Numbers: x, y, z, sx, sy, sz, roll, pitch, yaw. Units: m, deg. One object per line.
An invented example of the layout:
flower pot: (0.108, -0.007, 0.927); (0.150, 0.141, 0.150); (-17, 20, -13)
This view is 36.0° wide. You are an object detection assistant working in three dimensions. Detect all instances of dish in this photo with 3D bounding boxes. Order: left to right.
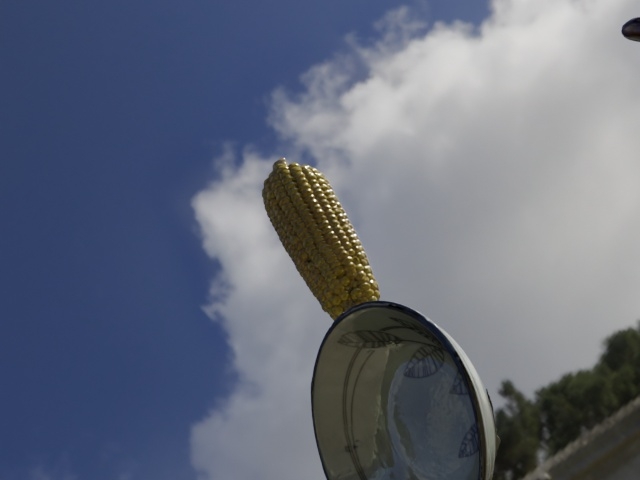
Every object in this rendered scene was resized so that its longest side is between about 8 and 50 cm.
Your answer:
dish: (0.116, 0.220, 1.183); (0.106, 0.316, 0.316); (-4, -64, -36)

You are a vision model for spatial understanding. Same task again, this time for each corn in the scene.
corn: (0.000, 0.000, 1.564); (0.119, 0.321, 0.119); (-25, -21, -10)

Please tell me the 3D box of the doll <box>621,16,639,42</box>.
doll: (0.387, -0.351, 1.062); (0.318, 0.339, 0.209); (7, -37, -27)
